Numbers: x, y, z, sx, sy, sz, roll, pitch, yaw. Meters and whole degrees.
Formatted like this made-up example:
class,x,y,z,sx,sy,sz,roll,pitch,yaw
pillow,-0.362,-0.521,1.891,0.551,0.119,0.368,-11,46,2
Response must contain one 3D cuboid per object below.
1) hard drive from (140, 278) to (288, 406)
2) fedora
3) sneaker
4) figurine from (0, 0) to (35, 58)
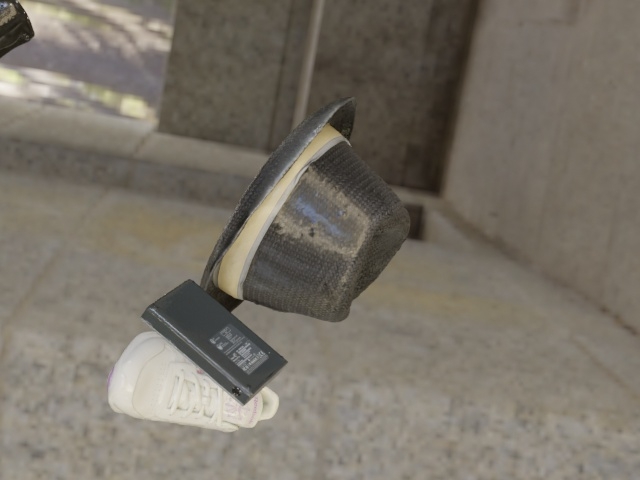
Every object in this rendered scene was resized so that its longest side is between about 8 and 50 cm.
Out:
class,x,y,z,sx,sy,sz,roll,pitch,yaw
hard drive,-0.105,0.099,1.491,0.022,0.135,0.094,-53,-7,27
fedora,0.000,0.000,1.700,0.334,0.152,0.334,-52,-10,-13
sneaker,-0.166,0.195,2.017,0.305,0.152,0.114,14,-89,-60
figurine,-0.552,-0.298,2.111,0.209,0.215,0.092,-42,-27,-19
